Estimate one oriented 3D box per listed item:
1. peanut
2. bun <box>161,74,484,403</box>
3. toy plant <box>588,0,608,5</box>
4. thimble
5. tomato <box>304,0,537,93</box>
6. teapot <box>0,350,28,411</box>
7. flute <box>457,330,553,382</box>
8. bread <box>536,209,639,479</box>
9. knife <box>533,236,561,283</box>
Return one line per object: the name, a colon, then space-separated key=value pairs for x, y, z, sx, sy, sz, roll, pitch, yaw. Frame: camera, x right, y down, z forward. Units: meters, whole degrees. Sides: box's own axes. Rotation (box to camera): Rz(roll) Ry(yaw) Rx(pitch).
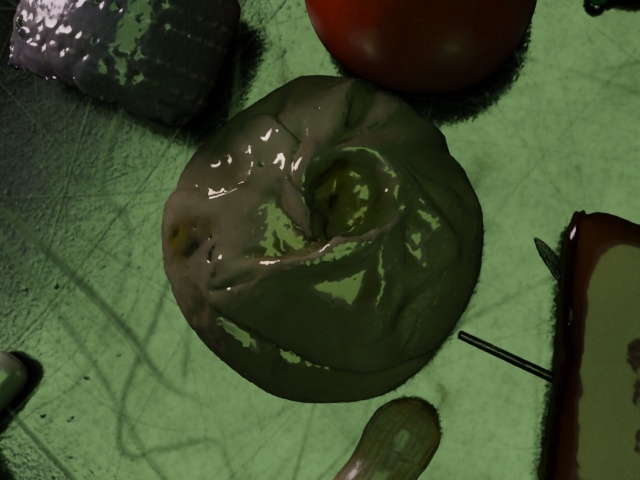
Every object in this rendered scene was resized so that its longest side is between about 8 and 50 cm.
peanut: x=0.060 y=0.267 z=1.753 sx=0.087 sy=0.087 sz=0.206 roll=32 pitch=91 yaw=7
bun: x=0.000 y=0.000 z=1.711 sx=0.365 sy=0.219 sz=0.365 roll=-1 pitch=85 yaw=9
toy plant: x=0.354 y=-0.356 z=1.760 sx=0.200 sy=0.105 sz=0.143 roll=-46 pitch=75 yaw=13
thimble: x=-0.219 y=-0.232 z=1.754 sx=0.236 sy=0.205 sz=0.172 roll=23 pitch=90 yaw=6
tomato: x=0.108 y=-0.277 z=1.705 sx=0.256 sy=0.256 sz=0.224 roll=13 pitch=117 yaw=6
teapot: x=-0.443 y=0.286 z=1.769 sx=0.318 sy=0.149 sz=0.220 roll=-32 pitch=76 yaw=4
flute: x=0.277 y=0.163 z=1.774 sx=0.269 sy=0.014 sz=0.014 roll=25 pitch=89 yaw=7
bread: x=0.407 y=0.139 z=1.689 sx=0.333 sy=0.143 sz=0.323 roll=3 pitch=85 yaw=3
knife: x=0.294 y=0.064 z=1.782 sx=0.023 sy=0.010 sz=0.170 roll=-37 pitch=82 yaw=-4
